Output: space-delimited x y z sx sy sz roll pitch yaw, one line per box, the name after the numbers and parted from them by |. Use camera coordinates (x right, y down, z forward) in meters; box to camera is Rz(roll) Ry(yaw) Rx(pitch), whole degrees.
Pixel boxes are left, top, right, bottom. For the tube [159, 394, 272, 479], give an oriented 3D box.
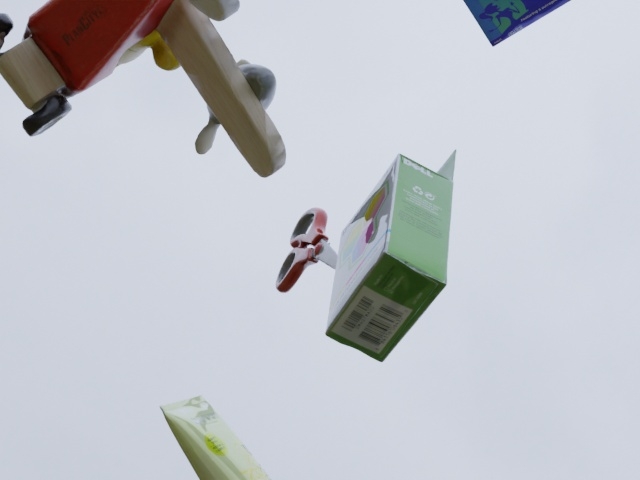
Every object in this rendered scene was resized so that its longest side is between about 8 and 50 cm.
-0.054 0.235 1.163 0.240 0.062 0.070 54 -27 12 | tube

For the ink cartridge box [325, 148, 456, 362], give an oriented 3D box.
0.065 -0.003 1.210 0.062 0.209 0.109 27 -54 -12 | ink cartridge box

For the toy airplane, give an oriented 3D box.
-0.190 -0.289 1.513 0.384 0.272 0.386 20 -55 26 | toy airplane

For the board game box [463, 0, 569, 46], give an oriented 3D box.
0.208 -0.321 1.448 0.160 0.047 0.210 -31 -40 13 | board game box

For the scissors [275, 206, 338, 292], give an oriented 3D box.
0.000 0.000 1.515 0.021 0.109 0.297 26 -12 -10 | scissors
